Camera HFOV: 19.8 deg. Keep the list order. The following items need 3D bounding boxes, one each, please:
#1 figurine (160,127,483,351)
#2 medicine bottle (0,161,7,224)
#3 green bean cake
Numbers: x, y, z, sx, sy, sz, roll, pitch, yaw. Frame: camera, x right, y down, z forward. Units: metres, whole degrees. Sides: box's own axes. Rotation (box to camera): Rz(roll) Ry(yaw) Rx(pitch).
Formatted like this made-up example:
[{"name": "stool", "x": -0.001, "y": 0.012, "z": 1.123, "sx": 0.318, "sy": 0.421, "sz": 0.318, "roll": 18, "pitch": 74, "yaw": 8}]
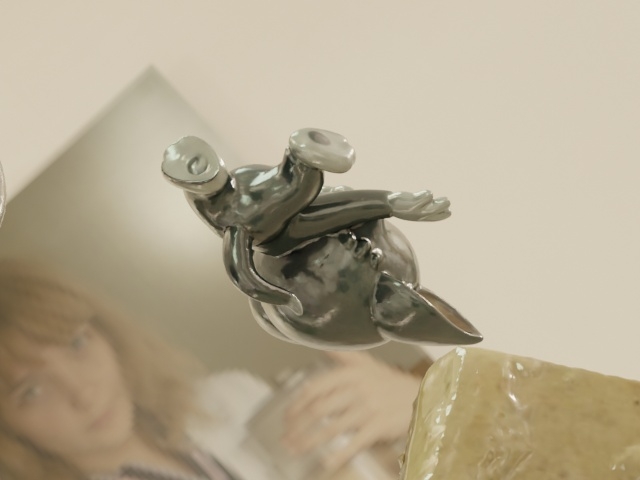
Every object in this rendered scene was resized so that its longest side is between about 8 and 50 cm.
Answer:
[{"name": "figurine", "x": -0.002, "y": 0.003, "z": 1.326, "sx": 0.193, "sy": 0.140, "sz": 0.265, "roll": -3, "pitch": -11, "yaw": 29}, {"name": "medicine bottle", "x": -0.372, "y": 0.047, "z": 1.071, "sx": 0.384, "sy": 0.224, "sz": 0.224, "roll": -40, "pitch": -4, "yaw": 25}, {"name": "green bean cake", "x": 0.111, "y": 0.112, "z": 0.621, "sx": 0.085, "sy": 0.179, "sz": 0.109, "roll": 98, "pitch": -177, "yaw": -56}]
